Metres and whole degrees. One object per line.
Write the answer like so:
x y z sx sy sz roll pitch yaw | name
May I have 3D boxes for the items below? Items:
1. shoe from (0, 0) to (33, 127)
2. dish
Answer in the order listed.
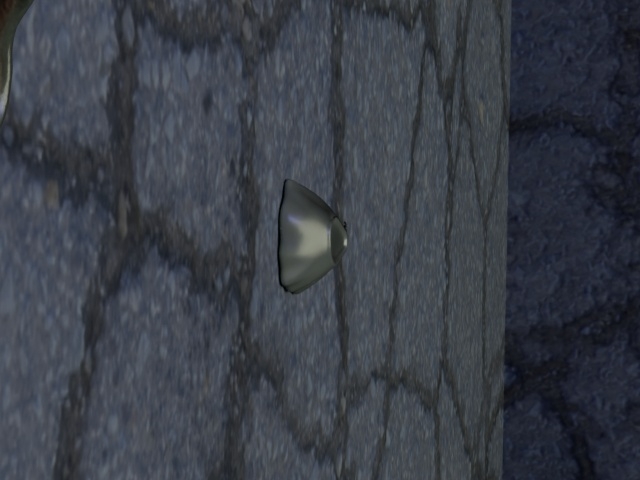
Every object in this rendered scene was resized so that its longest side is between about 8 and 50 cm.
-0.142 -0.134 0.835 0.079 0.078 0.195 -27 121 -75 | shoe
0.000 0.000 1.576 0.137 0.039 0.091 23 69 -75 | dish
